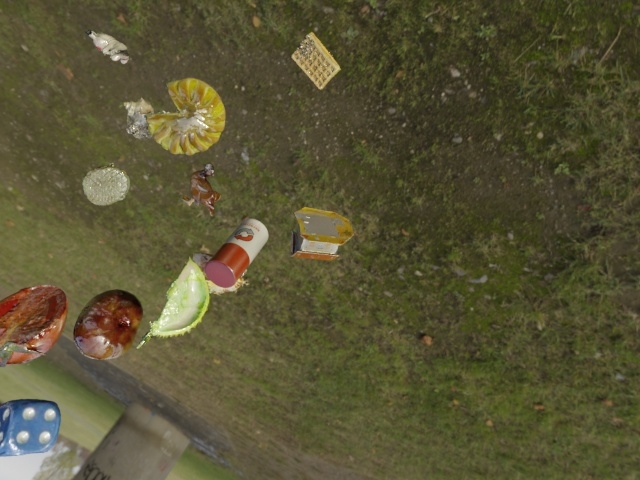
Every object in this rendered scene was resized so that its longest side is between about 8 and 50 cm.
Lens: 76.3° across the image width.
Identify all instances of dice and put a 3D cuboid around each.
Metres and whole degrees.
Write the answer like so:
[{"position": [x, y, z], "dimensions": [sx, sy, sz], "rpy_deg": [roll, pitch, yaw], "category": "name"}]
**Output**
[{"position": [-0.867, 0.551, 1.192], "dimensions": [0.142, 0.147, 0.146], "rpy_deg": [-20, 148, 22], "category": "dice"}]

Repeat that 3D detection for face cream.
[{"position": [-0.234, 0.032, 1.160], "dimensions": [0.095, 0.214, 0.096], "rpy_deg": [10, 127, 14], "category": "face cream"}]

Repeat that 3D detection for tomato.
[{"position": [-1.027, 0.316, 1.437], "dimensions": [0.308, 0.309, 0.170], "rpy_deg": [18, 132, 21], "category": "tomato"}]

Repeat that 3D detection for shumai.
[{"position": [-0.564, -0.157, 1.086], "dimensions": [0.123, 0.087, 0.099], "rpy_deg": [-21, 118, 0], "category": "shumai"}]

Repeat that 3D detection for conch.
[{"position": [-0.786, -0.529, 1.845], "dimensions": [0.245, 0.163, 0.178], "rpy_deg": [35, 178, -38], "category": "conch"}]

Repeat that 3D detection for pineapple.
[{"position": [-0.331, 0.098, 1.313], "dimensions": [0.186, 0.115, 0.236], "rpy_deg": [17, 154, -33], "category": "pineapple"}]

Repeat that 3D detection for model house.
[{"position": [0.000, 0.000, 1.432], "dimensions": [0.219, 0.208, 0.136], "rpy_deg": [6, 125, -21], "category": "model house"}]

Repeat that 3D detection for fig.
[{"position": [-0.555, 0.231, 1.036], "dimensions": [0.145, 0.170, 0.274], "rpy_deg": [31, 138, -30], "category": "fig"}]

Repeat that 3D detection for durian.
[{"position": [-0.313, 0.147, 0.893], "dimensions": [0.086, 0.216, 0.100], "rpy_deg": [2, 150, 39], "category": "durian"}]

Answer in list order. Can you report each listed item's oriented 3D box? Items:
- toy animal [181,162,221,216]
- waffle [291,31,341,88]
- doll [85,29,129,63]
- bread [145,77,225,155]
[{"position": [-0.438, -0.191, 1.563], "dimensions": [0.179, 0.089, 0.188], "rpy_deg": [-43, 75, 24], "category": "toy animal"}, {"position": [-0.015, -0.572, 1.304], "dimensions": [0.148, 0.042, 0.102], "rpy_deg": [49, 130, -6], "category": "waffle"}, {"position": [-1.049, -0.965, 2.030], "dimensions": [0.192, 0.149, 0.095], "rpy_deg": [34, 106, -2], "category": "doll"}, {"position": [-0.560, -0.518, 1.720], "dimensions": [0.333, 0.333, 0.160], "rpy_deg": [45, -178, -16], "category": "bread"}]
